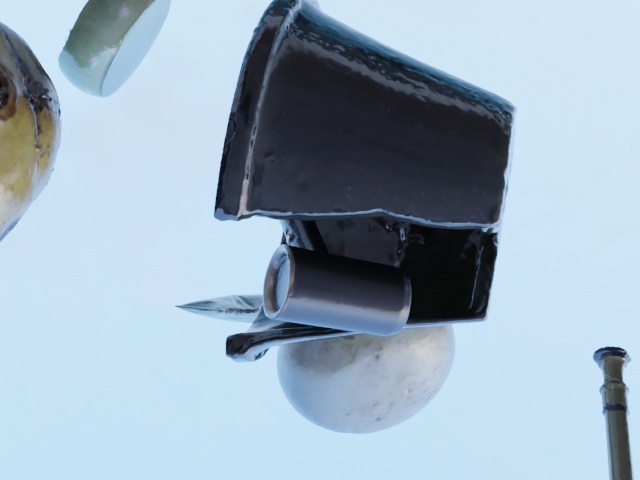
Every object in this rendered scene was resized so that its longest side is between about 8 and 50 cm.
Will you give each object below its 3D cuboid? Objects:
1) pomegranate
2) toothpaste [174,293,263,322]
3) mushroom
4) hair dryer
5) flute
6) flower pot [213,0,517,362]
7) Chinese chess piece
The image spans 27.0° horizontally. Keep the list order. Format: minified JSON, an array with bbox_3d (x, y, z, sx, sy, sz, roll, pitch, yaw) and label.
[{"bbox_3d":[-0.363,-0.095,1.211,0.260,0.260,0.260,5,-151,-3],"label":"pomegranate"},{"bbox_3d":[-0.113,0.090,1.745,0.064,0.041,0.218,6,180,23],"label":"toothpaste"},{"bbox_3d":[0.053,0.129,1.795,0.244,0.243,0.243,5,-151,-3],"label":"mushroom"},{"bbox_3d":[0.000,0.000,1.304,0.128,0.070,0.255,12,-152,-19],"label":"hair dryer"},{"bbox_3d":[0.192,0.170,0.843,0.027,0.027,0.233,6,-127,-2],"label":"flute"},{"bbox_3d":[0.059,-0.054,1.316,0.251,0.379,0.379,7,-152,10],"label":"flower pot"},{"bbox_3d":[-0.216,-0.219,1.396,0.058,0.144,0.144,33,-148,1],"label":"Chinese chess piece"}]
